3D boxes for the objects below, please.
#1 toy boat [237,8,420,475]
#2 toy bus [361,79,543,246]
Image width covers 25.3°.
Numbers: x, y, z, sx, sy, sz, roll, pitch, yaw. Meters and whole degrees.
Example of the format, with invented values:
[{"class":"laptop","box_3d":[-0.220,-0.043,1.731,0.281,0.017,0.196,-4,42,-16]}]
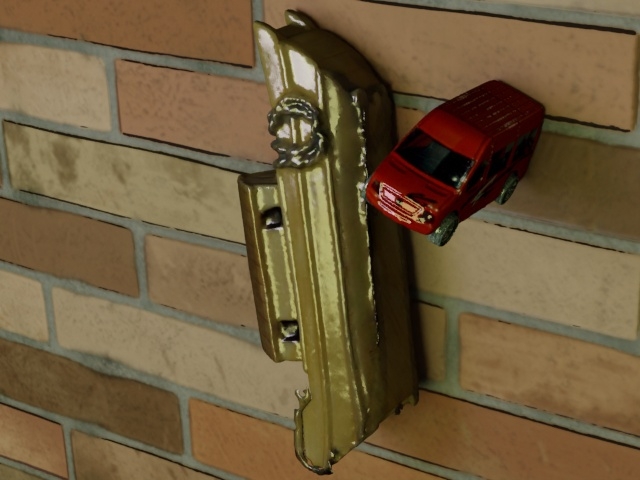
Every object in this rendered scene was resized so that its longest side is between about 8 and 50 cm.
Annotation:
[{"class":"toy boat","box_3d":[0.000,0.000,1.392,0.162,0.136,0.445,3,108,30]},{"class":"toy bus","box_3d":[0.117,-0.070,1.221,0.081,0.195,0.089,33,123,19]}]
